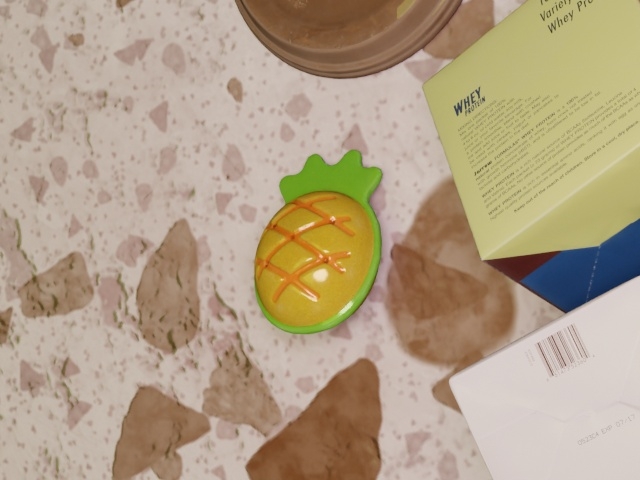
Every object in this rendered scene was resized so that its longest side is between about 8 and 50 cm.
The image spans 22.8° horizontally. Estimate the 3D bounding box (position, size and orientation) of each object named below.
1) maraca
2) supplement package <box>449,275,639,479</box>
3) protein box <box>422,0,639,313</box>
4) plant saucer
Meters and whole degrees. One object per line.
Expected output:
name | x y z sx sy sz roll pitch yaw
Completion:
maraca | 0.000 0.000 1.454 0.127 0.099 0.185 -3 62 25
supplement package | 0.247 0.127 1.243 0.194 0.203 0.149 -31 74 26
protein box | 0.216 -0.085 1.260 0.200 0.136 0.201 -38 43 24
plant saucer | 0.020 -0.290 1.478 0.278 0.041 0.277 -1 88 31
